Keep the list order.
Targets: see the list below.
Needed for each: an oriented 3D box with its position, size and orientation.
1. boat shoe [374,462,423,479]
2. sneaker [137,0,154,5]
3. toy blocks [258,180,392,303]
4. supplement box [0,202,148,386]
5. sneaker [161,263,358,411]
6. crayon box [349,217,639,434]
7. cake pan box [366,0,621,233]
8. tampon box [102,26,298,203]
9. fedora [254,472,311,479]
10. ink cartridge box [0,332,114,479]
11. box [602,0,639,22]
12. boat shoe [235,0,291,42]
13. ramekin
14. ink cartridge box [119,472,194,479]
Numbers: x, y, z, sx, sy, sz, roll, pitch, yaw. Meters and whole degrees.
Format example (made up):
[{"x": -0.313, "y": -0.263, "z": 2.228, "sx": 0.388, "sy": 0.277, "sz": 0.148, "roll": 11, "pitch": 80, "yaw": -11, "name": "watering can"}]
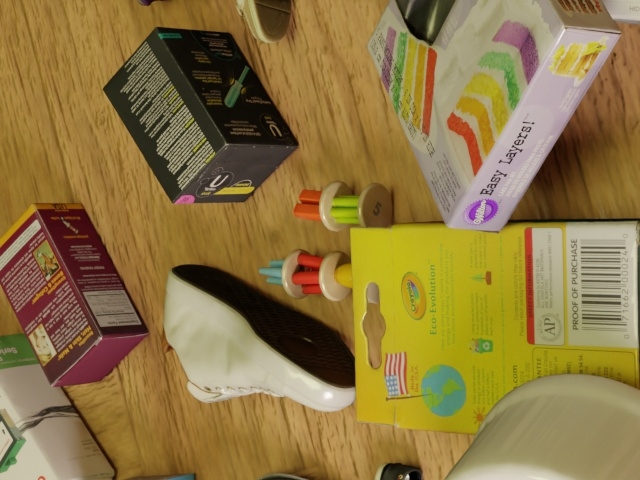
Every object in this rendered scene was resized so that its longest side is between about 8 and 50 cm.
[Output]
[{"x": 0.074, "y": 0.288, "z": 1.760, "sx": 0.042, "sy": 0.049, "sz": 0.133, "roll": 2, "pitch": 82, "yaw": 43, "name": "boat shoe"}, {"x": -0.151, "y": -0.320, "z": 1.880, "sx": 0.236, "sy": 0.095, "sz": 0.104, "roll": -27, "pitch": 84, "yaw": 56, "name": "sneaker"}, {"x": 0.000, "y": 0.000, "z": 1.809, "sx": 0.148, "sy": 0.054, "sz": 0.123, "roll": 2, "pitch": 94, "yaw": 39, "name": "toy blocks"}, {"x": -0.291, "y": 0.061, "z": 2.026, "sx": 0.104, "sy": 0.081, "sz": 0.188, "roll": -43, "pitch": 66, "yaw": 31, "name": "supplement box"}, {"x": -0.065, "y": 0.131, "z": 1.844, "sx": 0.290, "sy": 0.106, "sz": 0.123, "roll": 31, "pitch": 113, "yaw": 45, "name": "sneaker"}, {"x": 0.176, "y": 0.079, "z": 1.655, "sx": 0.319, "sy": 0.081, "sz": 0.202, "roll": 1, "pitch": 93, "yaw": 38, "name": "crayon box"}, {"x": 0.147, "y": -0.184, "z": 1.596, "sx": 0.245, "sy": 0.070, "sz": 0.267, "roll": -59, "pitch": 37, "yaw": 40, "name": "cake pan box"}, {"x": -0.126, "y": -0.130, "z": 1.861, "sx": 0.101, "sy": 0.120, "sz": 0.161, "roll": -45, "pitch": 65, "yaw": 30, "name": "tampon box"}, {"x": -0.046, "y": 0.381, "z": 1.817, "sx": 0.244, "sy": 0.124, "sz": 0.275, "roll": -8, "pitch": 87, "yaw": 38, "name": "fedora"}, {"x": -0.362, "y": 0.244, "z": 2.083, "sx": 0.219, "sy": 0.093, "sz": 0.160, "roll": 53, "pitch": 122, "yaw": 25, "name": "ink cartridge box"}, {"x": 0.283, "y": -0.233, "z": 1.543, "sx": 0.102, "sy": 0.101, "sz": 0.087, "roll": 11, "pitch": 98, "yaw": 38, "name": "box"}, {"x": -0.072, "y": -0.274, "z": 1.856, "sx": 0.048, "sy": 0.056, "sz": 0.153, "roll": -26, "pitch": 73, "yaw": 43, "name": "boat shoe"}, {"x": 0.223, "y": 0.267, "z": 1.532, "sx": 0.277, "sy": 0.135, "sz": 0.277, "roll": 19, "pitch": 125, "yaw": 29, "name": "ramekin"}, {"x": -0.193, "y": 0.336, "z": 1.954, "sx": 0.092, "sy": 0.090, "sz": 0.143, "roll": -10, "pitch": 85, "yaw": 38, "name": "ink cartridge box"}]
